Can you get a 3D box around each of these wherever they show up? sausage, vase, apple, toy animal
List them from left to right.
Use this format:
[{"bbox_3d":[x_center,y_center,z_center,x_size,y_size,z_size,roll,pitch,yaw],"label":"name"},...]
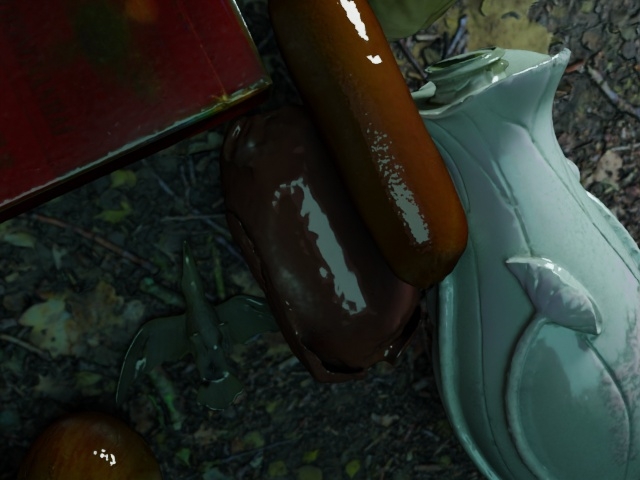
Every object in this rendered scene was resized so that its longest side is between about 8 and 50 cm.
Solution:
[{"bbox_3d":[-0.228,0.241,0.933,0.146,0.146,0.146,-4,106,-15],"label":"apple"},{"bbox_3d":[-0.109,0.080,0.950,0.219,0.095,0.155,-14,113,-13],"label":"toy animal"},{"bbox_3d":[0.000,0.000,0.920,0.152,0.152,0.279,-24,100,-8],"label":"sausage"},{"bbox_3d":[0.043,-0.100,0.827,0.089,0.083,0.300,-26,88,-52],"label":"sausage"},{"bbox_3d":[0.208,0.028,0.959,0.250,0.250,0.445,-22,105,-9],"label":"vase"}]

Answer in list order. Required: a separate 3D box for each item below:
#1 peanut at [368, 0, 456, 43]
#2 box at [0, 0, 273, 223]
[{"bbox_3d":[0.095,-0.333,0.867,0.149,0.149,0.313,10,98,-18],"label":"peanut"},{"bbox_3d":[-0.222,-0.151,0.830,0.313,0.089,0.197,-25,91,-7],"label":"box"}]
